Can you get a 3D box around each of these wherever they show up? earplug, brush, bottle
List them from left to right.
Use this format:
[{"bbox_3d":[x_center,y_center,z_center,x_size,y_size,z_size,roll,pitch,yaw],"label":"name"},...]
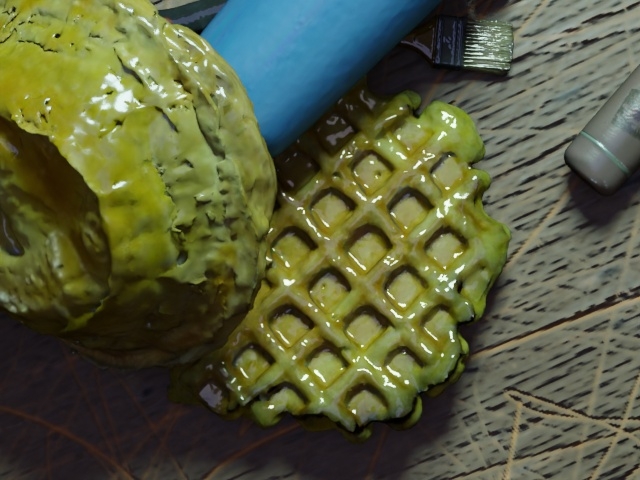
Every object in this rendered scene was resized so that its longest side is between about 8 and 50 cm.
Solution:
[{"bbox_3d":[-0.002,-0.169,1.466,0.132,0.132,0.273,43,92,5],"label":"earplug"},{"bbox_3d":[0.067,-0.158,1.538,0.170,0.014,0.043,5,87,-6],"label":"brush"},{"bbox_3d":[0.248,-0.100,1.517,0.053,0.053,0.140,41,92,5],"label":"bottle"}]

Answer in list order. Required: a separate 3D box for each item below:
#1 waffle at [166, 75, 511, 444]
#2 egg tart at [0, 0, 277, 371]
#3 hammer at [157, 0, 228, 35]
[{"bbox_3d":[-0.004,0.009,1.531,0.282,0.058,0.300,22,87,8],"label":"waffle"},{"bbox_3d":[-0.186,-0.037,1.442,0.341,0.129,0.341,16,123,26],"label":"egg tart"},{"bbox_3d":[0.000,-0.206,1.551,0.288,0.033,0.111,-19,87,4],"label":"hammer"}]
